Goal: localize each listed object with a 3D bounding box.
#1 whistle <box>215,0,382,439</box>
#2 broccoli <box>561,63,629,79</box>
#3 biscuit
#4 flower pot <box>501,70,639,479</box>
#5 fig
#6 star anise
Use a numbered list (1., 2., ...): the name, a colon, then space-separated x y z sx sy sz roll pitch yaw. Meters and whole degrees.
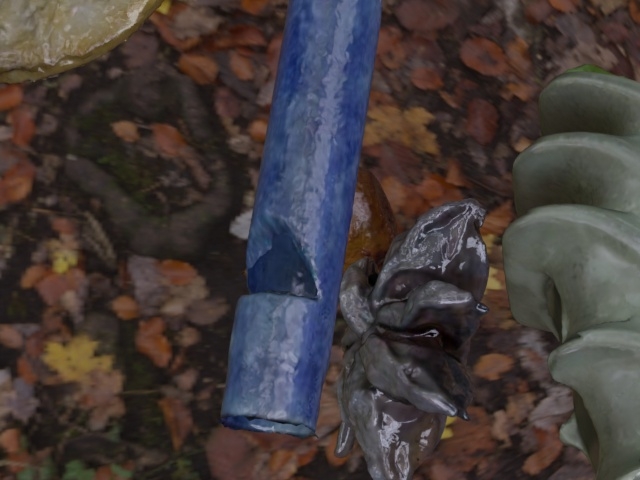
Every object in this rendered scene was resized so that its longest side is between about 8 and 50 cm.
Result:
1. whistle: -0.007 -0.039 0.809 0.062 0.062 0.304 3 74 20
2. broccoli: 0.409 -0.094 1.654 0.297 0.297 0.297 -41 53 14
3. biscuit: -0.160 -0.189 0.807 0.219 0.033 0.220 -8 68 20
4. flower pot: 0.240 0.045 0.789 0.254 0.164 0.368 -15 59 3
5. fig: 0.000 0.000 1.741 0.201 0.134 0.146 -31 111 5
6. star anise: 0.069 0.117 1.360 0.139 0.316 0.360 15 107 -5
